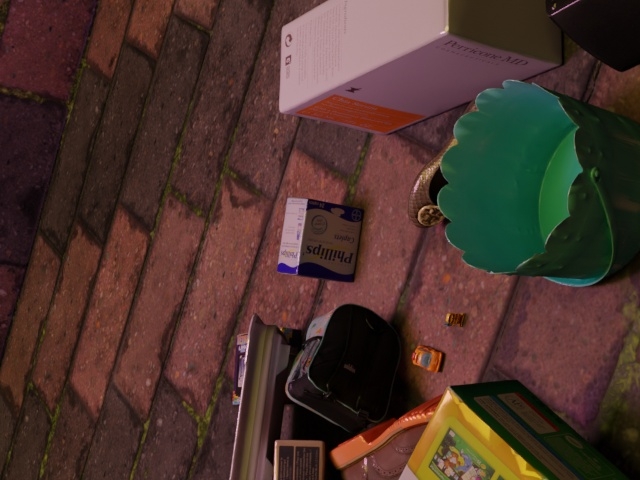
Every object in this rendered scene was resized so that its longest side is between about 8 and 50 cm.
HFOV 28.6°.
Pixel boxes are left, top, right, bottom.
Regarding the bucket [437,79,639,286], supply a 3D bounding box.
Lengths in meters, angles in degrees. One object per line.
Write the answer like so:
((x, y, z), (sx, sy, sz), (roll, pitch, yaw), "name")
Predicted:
((0.313, -0.072, 1.712), (0.281, 0.183, 0.281), (-23, 63, 54), "bucket")

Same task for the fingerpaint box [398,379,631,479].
((0.273, 0.455, 1.572), (0.445, 0.163, 0.371), (42, 117, 38), "fingerpaint box")

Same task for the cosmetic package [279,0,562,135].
((0.146, -0.310, 1.998), (0.453, 0.230, 0.162), (-18, 67, 55), "cosmetic package")

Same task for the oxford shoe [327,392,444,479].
((0.164, 0.322, 1.929), (0.363, 0.130, 0.133), (-35, 79, 48), "oxford shoe")

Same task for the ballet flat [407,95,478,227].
((0.217, -0.116, 1.976), (0.250, 0.084, 0.058), (-58, 37, 22), "ballet flat")

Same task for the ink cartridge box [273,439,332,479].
((-0.029, 0.437, 2.089), (0.235, 0.088, 0.193), (77, -165, -75), "ink cartridge box")

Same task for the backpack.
((0.040, 0.205, 2.072), (0.144, 0.166, 0.188), (-33, 30, 58), "backpack")

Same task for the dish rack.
((-0.094, 0.306, 2.174), (0.285, 0.072, 0.333), (76, -159, -79), "dish rack")

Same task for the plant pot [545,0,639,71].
((0.400, -0.356, 1.669), (0.188, 0.167, 0.188), (-23, 63, 52), "plant pot")

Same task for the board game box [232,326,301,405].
((-0.104, 0.245, 2.404), (0.170, 0.048, 0.141), (-14, 68, 55), "board game box")

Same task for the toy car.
((0.178, 0.154, 1.993), (0.060, 0.040, 0.122), (47, 121, 52), "toy car")

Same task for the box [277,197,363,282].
((0.000, 0.000, 2.235), (0.072, 0.126, 0.137), (5, 87, 56), "box")
